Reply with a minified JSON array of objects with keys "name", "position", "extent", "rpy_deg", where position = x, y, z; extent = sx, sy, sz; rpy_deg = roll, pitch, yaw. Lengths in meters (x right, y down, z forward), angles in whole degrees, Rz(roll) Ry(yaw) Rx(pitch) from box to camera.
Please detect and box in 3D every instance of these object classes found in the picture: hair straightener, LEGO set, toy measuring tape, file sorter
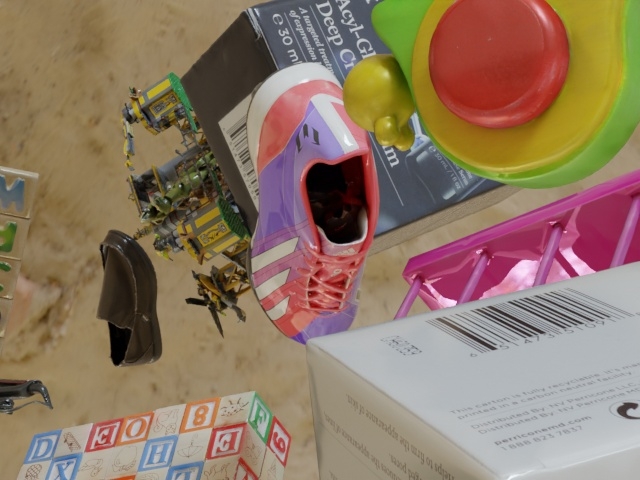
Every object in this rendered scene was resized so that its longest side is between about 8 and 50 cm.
[{"name":"hair straightener","position":[-0.473,0.233,1.933],"extent":[0.230,0.089,0.047],"rpy_deg":[3,125,35]},{"name":"LEGO set","position":[-0.195,-0.040,1.833],"extent":[0.192,0.255,0.331],"rpy_deg":[-31,66,13]},{"name":"toy measuring tape","position":[0.159,-0.097,0.653],"extent":[0.330,0.121,0.121],"rpy_deg":[-15,111,27]},{"name":"file sorter","position":[0.194,0.101,0.918],"extent":[0.290,0.182,0.202],"rpy_deg":[-23,116,43]}]

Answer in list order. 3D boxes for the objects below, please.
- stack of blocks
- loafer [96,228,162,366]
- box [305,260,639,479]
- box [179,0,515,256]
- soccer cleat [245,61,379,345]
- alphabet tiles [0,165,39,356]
[{"name":"stack of blocks","position":[-0.192,0.277,1.451],"extent":[0.297,0.171,0.087],"rpy_deg":[-14,130,25]},{"name":"loafer","position":[-0.281,0.091,1.939],"extent":[0.078,0.080,0.220],"rpy_deg":[-30,121,-39]},{"name":"box","position":[0.111,0.098,0.552],"extent":[0.180,0.182,0.119],"rpy_deg":[-12,106,-20]},{"name":"box","position":[0.084,-0.155,1.654],"extent":[0.395,0.212,0.294],"rpy_deg":[-22,84,-33]},{"name":"soccer cleat","position":[0.000,0.000,1.173],"extent":[0.108,0.116,0.318],"rpy_deg":[-20,137,-17]},{"name":"alphabet tiles","position":[-0.350,0.008,1.035],"extent":[0.237,0.009,0.198],"rpy_deg":[11,124,-14]}]
